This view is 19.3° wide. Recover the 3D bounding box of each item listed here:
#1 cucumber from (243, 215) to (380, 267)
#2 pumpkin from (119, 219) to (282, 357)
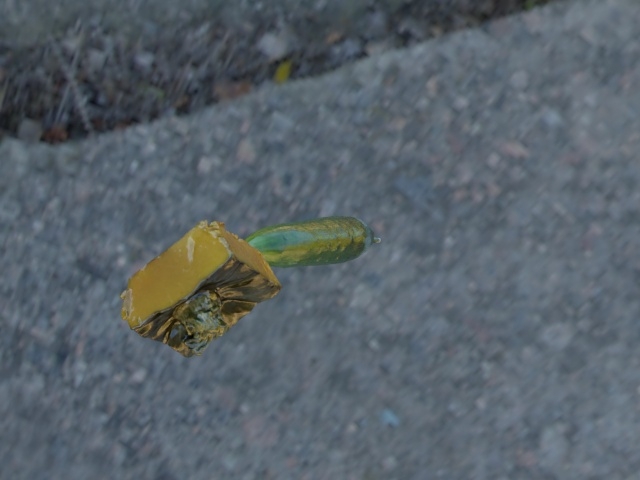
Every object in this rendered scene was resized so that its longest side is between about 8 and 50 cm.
[{"bbox_3d":[0.000,0.000,2.068,0.250,0.056,0.056,-8,66,-55],"label":"cucumber"},{"bbox_3d":[-0.072,0.033,1.117,0.083,0.074,0.054,-36,64,13],"label":"pumpkin"}]
